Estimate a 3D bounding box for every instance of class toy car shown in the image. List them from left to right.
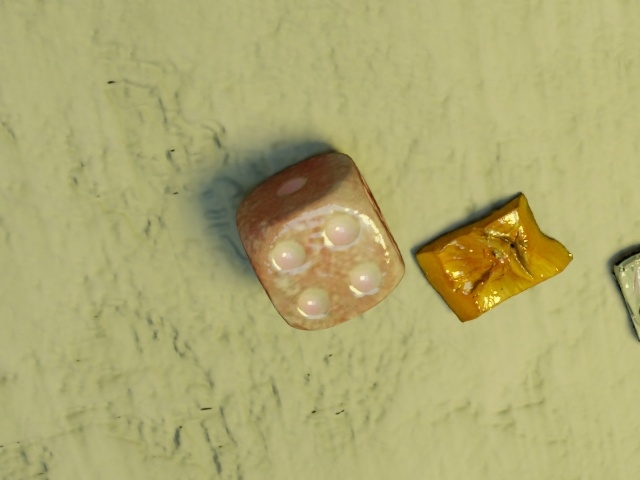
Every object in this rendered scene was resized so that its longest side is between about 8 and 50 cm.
[{"bbox_3d":[0.252,0.048,1.054,0.041,0.025,0.093,-24,115,6],"label":"toy car"}]

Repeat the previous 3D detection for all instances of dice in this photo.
[{"bbox_3d":[0.000,0.000,0.965,0.093,0.094,0.091,-26,112,6],"label":"dice"}]

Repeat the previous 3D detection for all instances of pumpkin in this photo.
[{"bbox_3d":[0.130,0.017,1.021,0.101,0.035,0.073,-32,117,6],"label":"pumpkin"}]
